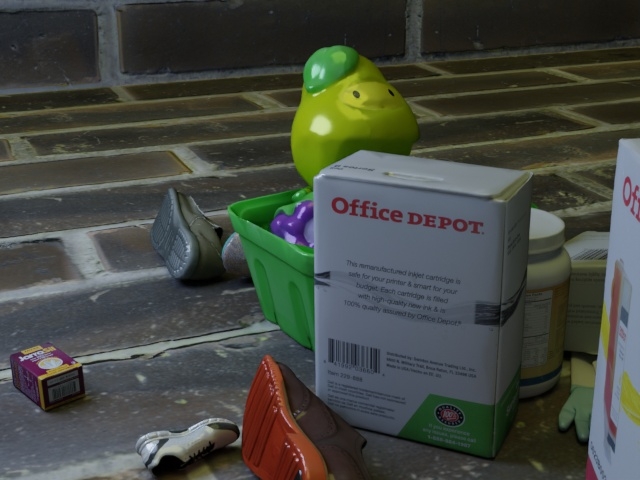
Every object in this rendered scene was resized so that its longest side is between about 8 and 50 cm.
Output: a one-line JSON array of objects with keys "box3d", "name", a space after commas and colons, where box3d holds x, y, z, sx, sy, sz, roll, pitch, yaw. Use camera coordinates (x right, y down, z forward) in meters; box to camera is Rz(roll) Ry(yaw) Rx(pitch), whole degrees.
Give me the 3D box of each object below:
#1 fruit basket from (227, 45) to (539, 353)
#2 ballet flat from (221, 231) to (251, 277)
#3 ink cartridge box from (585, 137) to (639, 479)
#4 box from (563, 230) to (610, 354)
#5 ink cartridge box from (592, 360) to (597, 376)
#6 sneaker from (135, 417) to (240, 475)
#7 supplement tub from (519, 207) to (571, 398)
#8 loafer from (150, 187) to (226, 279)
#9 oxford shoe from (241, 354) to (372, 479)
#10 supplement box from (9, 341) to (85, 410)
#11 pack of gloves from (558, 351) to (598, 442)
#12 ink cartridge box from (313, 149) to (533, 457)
[{"box3d": [0.074, -0.069, 1.325, 0.392, 0.392, 0.283, -12, 23, -29], "name": "fruit basket"}, {"box3d": [0.000, 0.000, 1.519, 0.316, 0.108, 0.106, -18, 34, -37], "name": "ballet flat"}, {"box3d": [0.311, 0.136, 0.724, 0.160, 0.385, 0.279, 0, 20, 0], "name": "ink cartridge box"}, {"box3d": [0.388, 0.063, 1.264, 0.181, 0.119, 0.182, -1, 14, 42], "name": "box"}, {"box3d": [0.376, 0.179, 1.023, 0.181, 0.062, 0.104, 2, 31, 5], "name": "ink cartridge box"}, {"box3d": [-0.133, 0.216, 1.024, 0.109, 0.040, 0.044, -12, 39, -20], "name": "sneaker"}, {"box3d": [0.219, 0.071, 1.174, 0.144, 0.200, 0.144, 0, 20, 0], "name": "supplement tub"}, {"box3d": [-0.206, -0.002, 1.566, 0.087, 0.094, 0.251, 18, 21, -26], "name": "loafer"}, {"box3d": [-0.014, 0.205, 0.998, 0.098, 0.097, 0.271, 14, 19, -21], "name": "oxford shoe"}, {"box3d": [-0.320, 0.158, 1.162, 0.055, 0.043, 0.083, -19, 26, -38], "name": "supplement box"}, {"box3d": [0.377, 0.171, 1.126, 0.195, 0.046, 0.232, 7, 21, 17], "name": "pack of gloves"}, {"box3d": [0.109, 0.061, 1.069, 0.211, 0.289, 0.121, 10, 22, 24], "name": "ink cartridge box"}]
